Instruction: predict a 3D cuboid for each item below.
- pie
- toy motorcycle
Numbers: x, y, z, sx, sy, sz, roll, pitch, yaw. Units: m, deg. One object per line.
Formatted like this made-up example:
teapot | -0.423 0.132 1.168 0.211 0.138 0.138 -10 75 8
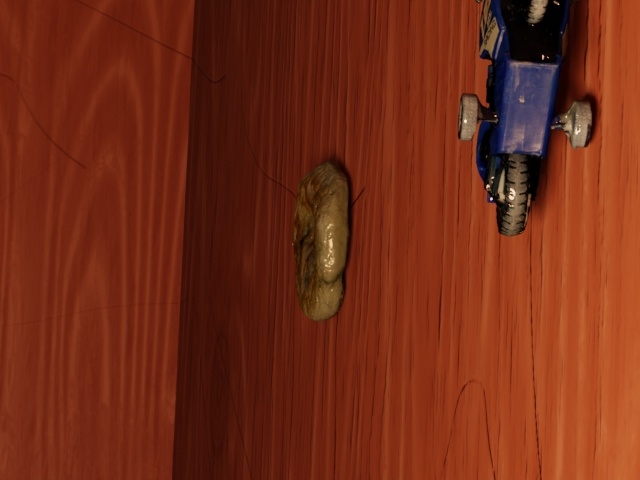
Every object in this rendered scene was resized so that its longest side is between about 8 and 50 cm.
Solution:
pie | 0.000 0.000 2.294 0.240 0.054 0.240 -177 90 -79
toy motorcycle | 0.179 -0.152 1.461 0.169 0.113 0.315 -87 0 -53
